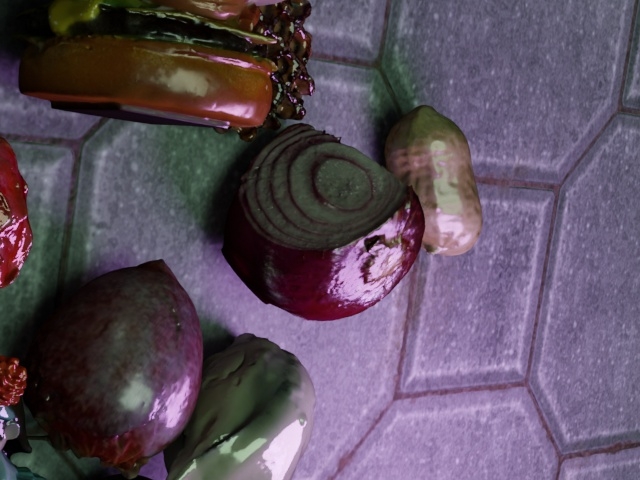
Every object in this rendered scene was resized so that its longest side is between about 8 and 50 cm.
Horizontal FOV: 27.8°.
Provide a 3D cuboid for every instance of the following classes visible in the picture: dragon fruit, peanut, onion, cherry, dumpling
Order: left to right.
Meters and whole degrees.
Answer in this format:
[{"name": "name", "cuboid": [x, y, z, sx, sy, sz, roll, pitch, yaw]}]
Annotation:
[{"name": "dragon fruit", "cuboid": [-0.355, -0.031, 1.283, 0.189, 0.162, 0.262, -41, 132, -66]}, {"name": "cherry", "cuboid": [-0.220, 0.128, 1.425, 0.175, 0.192, 0.250, 78, 31, -60]}, {"name": "dumpling", "cuboid": [-0.075, 0.250, 1.540, 0.243, 0.187, 0.318, 65, 25, -18]}, {"name": "onion", "cuboid": [0.001, 0.004, 1.600, 0.206, 0.216, 0.207, -41, 143, -17]}, {"name": "peanut", "cuboid": [0.152, -0.078, 1.786, 0.129, 0.129, 0.224, -31, 114, -36]}]

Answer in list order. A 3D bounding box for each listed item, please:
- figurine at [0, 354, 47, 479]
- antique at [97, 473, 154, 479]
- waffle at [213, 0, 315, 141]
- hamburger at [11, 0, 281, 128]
[{"name": "figurine", "cuboid": [-0.344, 0.226, 1.353, 0.110, 0.137, 0.246, -86, 166, -63]}, {"name": "antique", "cuboid": [-0.229, 0.390, 1.513, 0.278, 0.129, 0.224, 48, 66, -39]}, {"name": "waffle", "cuboid": [-0.091, -0.230, 1.553, 0.234, 0.055, 0.221, -18, 111, -47]}, {"name": "hamburger", "cuboid": [-0.167, -0.232, 1.323, 0.291, 0.291, 0.225, 2, 94, -46]}]
